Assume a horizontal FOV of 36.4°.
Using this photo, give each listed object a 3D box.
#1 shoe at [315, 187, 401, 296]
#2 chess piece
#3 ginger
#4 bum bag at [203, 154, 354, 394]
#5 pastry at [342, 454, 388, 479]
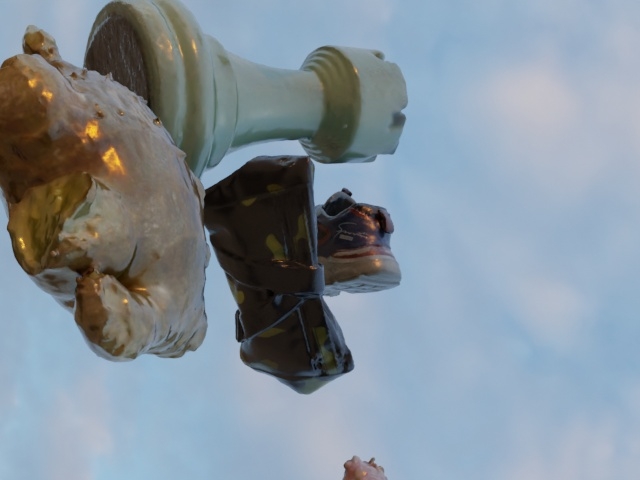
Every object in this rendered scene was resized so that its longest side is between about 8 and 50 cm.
[{"bbox_3d":[0.001,0.000,1.118,0.227,0.099,0.125,-5,-99,48],"label":"shoe"},{"bbox_3d":[-0.064,-0.134,0.954,0.194,0.299,0.194,11,-77,55],"label":"chess piece"},{"bbox_3d":[-0.131,-0.029,0.551,0.102,0.157,0.216,-31,-105,20],"label":"ginger"},{"bbox_3d":[-0.035,0.037,0.837,0.106,0.060,0.232,-4,-65,13],"label":"bum bag"},{"bbox_3d":[0.030,0.284,0.720,0.103,0.112,0.265,-76,-175,-58],"label":"pastry"}]
